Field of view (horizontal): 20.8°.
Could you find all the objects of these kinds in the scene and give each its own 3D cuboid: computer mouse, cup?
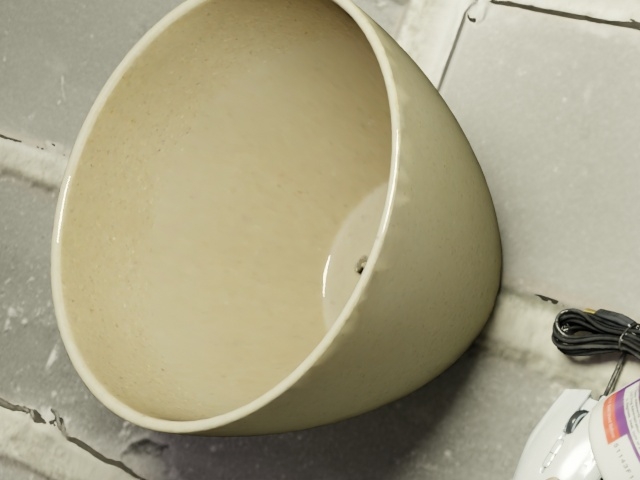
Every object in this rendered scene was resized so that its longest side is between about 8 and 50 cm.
[{"bbox_3d":[0.176,0.139,1.202,0.106,0.042,0.193,20,88,43],"label":"computer mouse"},{"bbox_3d":[0.000,0.000,1.278,0.331,0.237,0.331,-17,63,38],"label":"cup"}]

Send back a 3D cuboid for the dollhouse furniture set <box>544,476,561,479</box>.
[{"bbox_3d":[0.306,0.211,1.009,0.303,0.286,0.198,-31,21,2],"label":"dollhouse furniture set"}]

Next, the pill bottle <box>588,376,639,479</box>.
[{"bbox_3d":[0.273,0.103,1.082,0.193,0.108,0.108,-35,54,28],"label":"pill bottle"}]
